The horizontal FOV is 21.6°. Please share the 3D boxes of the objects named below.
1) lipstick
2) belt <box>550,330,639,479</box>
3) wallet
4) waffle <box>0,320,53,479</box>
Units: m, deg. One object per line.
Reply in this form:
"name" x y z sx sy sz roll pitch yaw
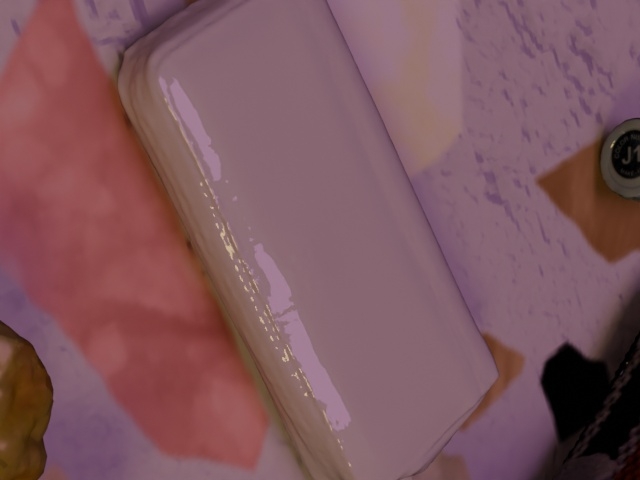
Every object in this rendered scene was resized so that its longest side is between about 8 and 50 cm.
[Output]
"lipstick" 0.172 -0.028 0.752 0.116 0.037 0.037 10 80 -45
"belt" 0.112 0.127 0.647 0.359 0.094 0.126 -37 116 -36
"wallet" 0.000 0.000 0.593 0.095 0.033 0.190 -37 111 -36
"waffle" -0.169 0.149 0.406 0.302 0.068 0.325 44 58 -32
